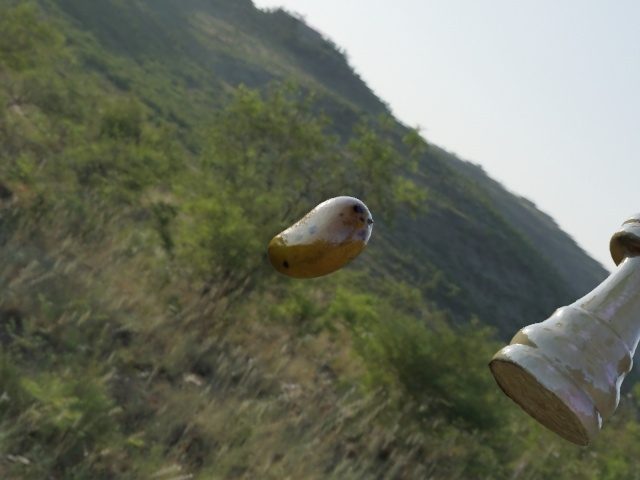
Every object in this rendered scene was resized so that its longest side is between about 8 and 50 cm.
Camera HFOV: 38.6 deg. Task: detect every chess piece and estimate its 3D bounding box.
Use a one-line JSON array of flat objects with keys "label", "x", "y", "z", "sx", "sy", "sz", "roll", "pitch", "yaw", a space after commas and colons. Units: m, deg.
[{"label": "chess piece", "x": 0.333, "y": 0.015, "z": 0.893, "sx": 0.117, "sy": 0.397, "sz": 0.117, "roll": 41, "pitch": -14, "yaw": 13}]

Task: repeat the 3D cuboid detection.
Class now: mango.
[{"label": "mango", "x": 0.002, "y": 0.001, "z": 1.446, "sx": 0.115, "sy": 0.178, "sz": 0.090, "roll": 57, "pitch": -2, "yaw": 46}]
